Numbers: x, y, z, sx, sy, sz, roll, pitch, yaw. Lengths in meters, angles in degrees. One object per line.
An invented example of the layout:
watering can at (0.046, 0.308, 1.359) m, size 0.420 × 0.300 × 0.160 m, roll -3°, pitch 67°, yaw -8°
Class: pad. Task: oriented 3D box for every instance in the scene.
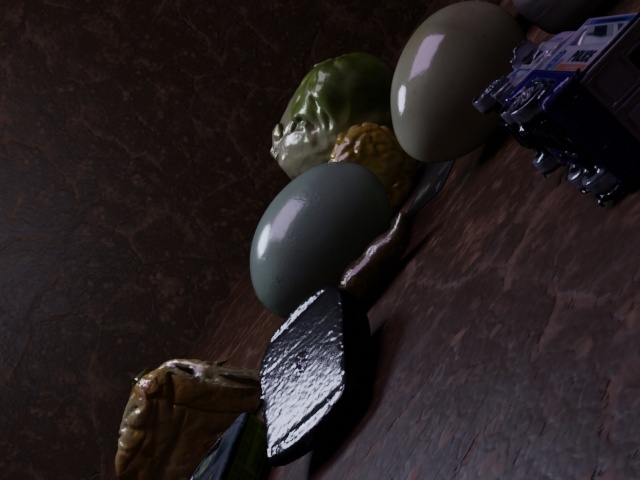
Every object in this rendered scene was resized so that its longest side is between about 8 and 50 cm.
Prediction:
pad at (0.196, -0.112, 1.702) m, size 0.127 × 0.004 × 0.190 m, roll -46°, pitch 10°, yaw 47°

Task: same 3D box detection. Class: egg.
egg at (0.000, 0.000, 1.640) m, size 0.282 × 0.203 × 0.203 m, roll -59°, pitch 8°, yaw -8°
egg at (0.202, -0.232, 1.487) m, size 0.253 × 0.189 × 0.188 m, roll -61°, pitch 8°, yaw -1°

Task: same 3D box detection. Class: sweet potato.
sweet potato at (0.060, 0.066, 1.526) m, size 0.274 × 0.067 × 0.067 m, roll -54°, pitch 6°, yaw 26°

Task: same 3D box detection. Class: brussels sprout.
brussels sprout at (0.062, -0.217, 2.011) m, size 0.316 × 0.274 × 0.242 m, roll -56°, pitch 28°, yaw 25°

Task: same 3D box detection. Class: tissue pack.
tissue pack at (-0.151, 0.371, 1.408) m, size 0.173 × 0.073 × 0.235 m, roll -52°, pitch 7°, yaw 26°

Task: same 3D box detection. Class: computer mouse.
computer mouse at (0.002, 0.177, 1.316) m, size 0.168 × 0.087 × 0.295 m, roll -44°, pitch 23°, yaw 22°

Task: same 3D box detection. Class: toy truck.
toy truck at (0.260, -0.143, 0.987) m, size 0.155 × 0.124 × 0.268 m, roll -46°, pitch 10°, yaw 6°

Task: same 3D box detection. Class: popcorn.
popcorn at (0.090, -0.123, 1.837) m, size 0.180 × 0.170 × 0.180 m, roll -17°, pitch 41°, yaw 15°

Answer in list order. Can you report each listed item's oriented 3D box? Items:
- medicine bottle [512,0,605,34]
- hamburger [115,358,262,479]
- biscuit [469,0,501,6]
medicine bottle at (0.424, -0.462, 1.391) m, size 0.375 × 0.123 × 0.282 m, roll -44°, pitch 11°, yaw 50°
hamburger at (-0.261, 0.320, 1.827) m, size 0.330 × 0.209 × 0.162 m, roll -51°, pitch 8°, yaw 10°
biscuit at (0.300, -0.428, 1.895) m, size 0.287 × 0.057 × 0.343 m, roll -67°, pitch -5°, yaw -48°
